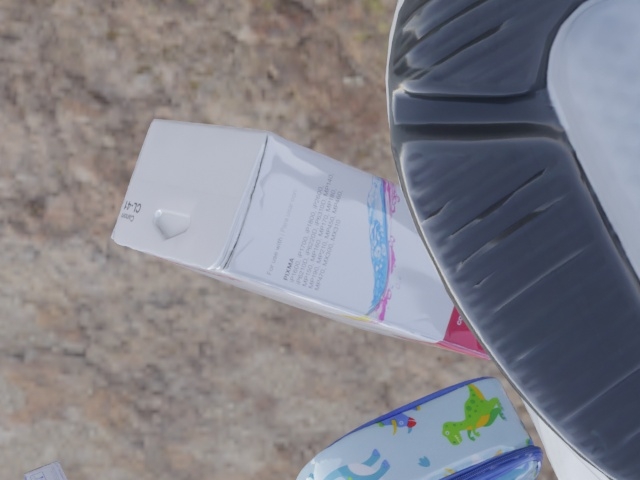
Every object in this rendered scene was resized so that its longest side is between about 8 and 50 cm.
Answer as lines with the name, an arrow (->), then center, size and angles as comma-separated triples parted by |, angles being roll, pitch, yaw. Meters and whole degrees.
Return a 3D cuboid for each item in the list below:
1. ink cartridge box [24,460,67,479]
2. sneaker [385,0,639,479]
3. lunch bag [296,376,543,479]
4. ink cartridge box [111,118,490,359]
ink cartridge box -> -0.276, 0.360, 1.650 | 0.046, 0.207, 0.097 | -20, 141, -19
sneaker -> 0.151, 0.053, 0.508 | 0.169, 0.257, 0.447 | -19, 112, 11
lunch bag -> 0.059, 0.197, 1.065 | 0.176, 0.090, 0.219 | -19, 153, -19
ink cartridge box -> 0.000, 0.000, 1.336 | 0.306, 0.131, 0.226 | 22, 174, -34
